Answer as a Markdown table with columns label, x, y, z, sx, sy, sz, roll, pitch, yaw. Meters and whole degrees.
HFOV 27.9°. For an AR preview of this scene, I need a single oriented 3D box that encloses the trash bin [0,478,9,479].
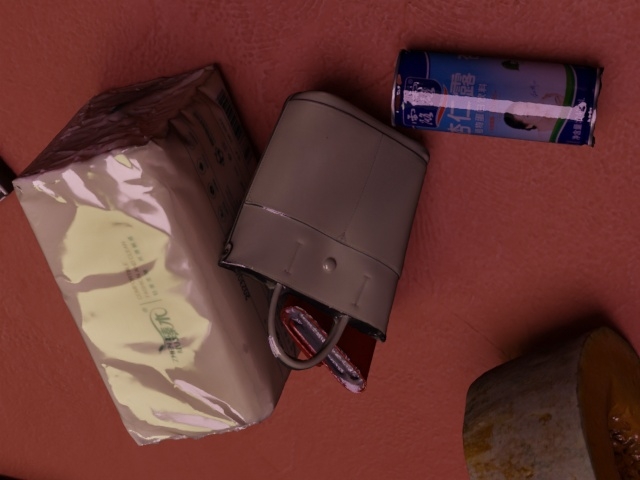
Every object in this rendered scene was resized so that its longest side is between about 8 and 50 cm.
| label | x | y | z | sx | sy | sz | roll | pitch | yaw |
| --- | --- | --- | --- | --- | --- | --- | --- | --- | --- |
| trash bin | -0.502 | 0.434 | 1.921 | 0.226 | 0.165 | 0.115 | 15 | 119 | 8 |

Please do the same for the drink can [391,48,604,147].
| label | x | y | z | sx | sy | sz | roll | pitch | yaw |
| --- | --- | --- | --- | --- | --- | --- | --- | --- | --- |
| drink can | 0.205 | -0.166 | 1.494 | 0.235 | 0.097 | 0.097 | 8 | 117 | 11 |

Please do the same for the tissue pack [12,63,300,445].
| label | x | y | z | sx | sy | sz | roll | pitch | yaw |
| --- | --- | --- | --- | --- | --- | --- | --- | --- | --- |
| tissue pack | -0.173 | 0.014 | 1.559 | 0.207 | 0.297 | 0.380 | -14 | 111 | 19 |

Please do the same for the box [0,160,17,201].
| label | x | y | z | sx | sy | sz | roll | pitch | yaw |
| --- | --- | --- | --- | --- | --- | --- | --- | --- | --- |
| box | -0.583 | -0.056 | 1.756 | 0.325 | 0.047 | 0.180 | -33 | 107 | 25 |

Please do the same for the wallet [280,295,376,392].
| label | x | y | z | sx | sy | sz | roll | pitch | yaw |
| --- | --- | --- | --- | --- | --- | --- | --- | --- | --- |
| wallet | 0.019 | 0.088 | 1.600 | 0.045 | 0.204 | 0.142 | -35 | 105 | 23 |

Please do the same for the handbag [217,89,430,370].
| label | x | y | z | sx | sy | sz | roll | pitch | yaw |
| --- | --- | --- | --- | --- | --- | --- | --- | --- | --- |
| handbag | 0.000 | 0.000 | 1.498 | 0.241 | 0.315 | 0.109 | 26 | 165 | -29 |

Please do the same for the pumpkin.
| label | x | y | z | sx | sy | sz | roll | pitch | yaw |
| --- | --- | --- | --- | --- | --- | --- | --- | --- | --- |
| pumpkin | 0.308 | 0.291 | 1.584 | 0.199 | 0.332 | 0.332 | -23 | 109 | 29 |
